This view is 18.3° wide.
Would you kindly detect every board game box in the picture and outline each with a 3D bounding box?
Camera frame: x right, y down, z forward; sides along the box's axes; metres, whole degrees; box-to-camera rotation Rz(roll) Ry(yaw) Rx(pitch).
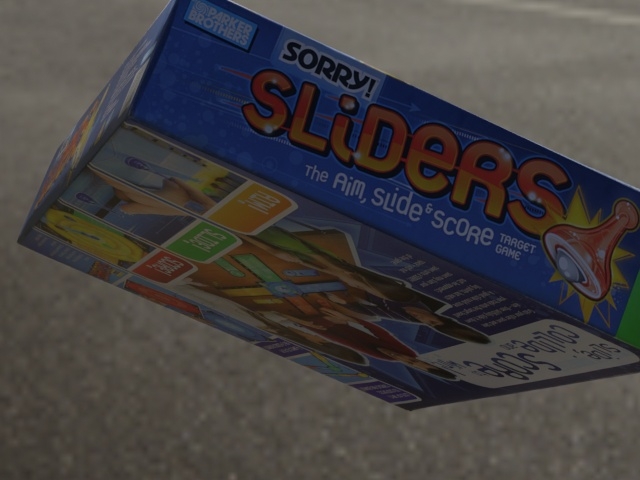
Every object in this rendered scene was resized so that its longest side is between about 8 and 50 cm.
[{"bbox_3d":[0.000,0.000,0.518,0.136,0.035,0.201,24,-13,-12],"label":"board game box"}]
